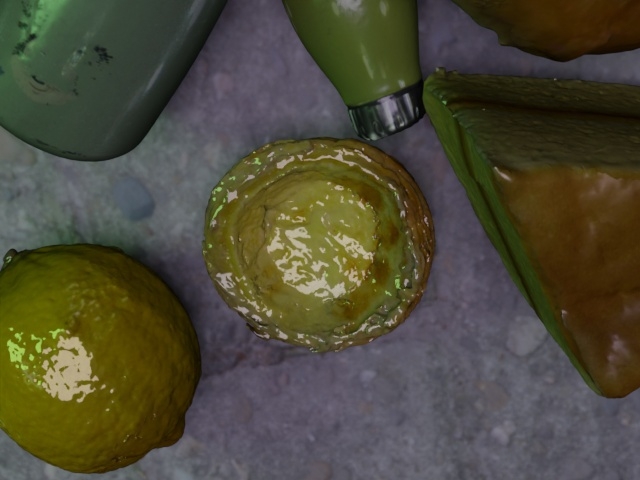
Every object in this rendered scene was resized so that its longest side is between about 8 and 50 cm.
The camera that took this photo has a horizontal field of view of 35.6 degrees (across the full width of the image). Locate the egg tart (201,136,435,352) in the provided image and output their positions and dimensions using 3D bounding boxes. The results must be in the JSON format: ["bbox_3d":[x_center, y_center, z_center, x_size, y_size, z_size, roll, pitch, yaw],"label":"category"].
[{"bbox_3d":[0.001,0.001,0.907,0.212,0.090,0.213,1,103,4],"label":"egg tart"}]

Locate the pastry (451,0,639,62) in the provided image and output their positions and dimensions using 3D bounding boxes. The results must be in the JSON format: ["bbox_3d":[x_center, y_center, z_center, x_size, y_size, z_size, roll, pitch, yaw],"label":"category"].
[{"bbox_3d":[0.199,-0.318,0.692,0.409,0.245,0.410,-6,143,-5],"label":"pastry"}]

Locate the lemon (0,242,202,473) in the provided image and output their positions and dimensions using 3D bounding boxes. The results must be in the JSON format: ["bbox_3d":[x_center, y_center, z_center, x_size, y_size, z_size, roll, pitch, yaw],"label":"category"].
[{"bbox_3d":[-0.209,0.103,0.894,0.192,0.192,0.231,-39,99,12],"label":"lemon"}]

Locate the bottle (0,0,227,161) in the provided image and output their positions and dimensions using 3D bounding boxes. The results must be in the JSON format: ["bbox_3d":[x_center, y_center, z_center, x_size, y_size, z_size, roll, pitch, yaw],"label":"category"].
[{"bbox_3d":[-0.137,-0.225,0.767,0.168,0.168,0.347,39,125,-6],"label":"bottle"}]

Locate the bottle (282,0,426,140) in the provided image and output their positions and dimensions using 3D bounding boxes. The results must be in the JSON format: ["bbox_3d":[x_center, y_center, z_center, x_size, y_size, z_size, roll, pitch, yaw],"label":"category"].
[{"bbox_3d":[0.021,-0.215,0.839,0.112,0.112,0.260,-19,103,8],"label":"bottle"}]

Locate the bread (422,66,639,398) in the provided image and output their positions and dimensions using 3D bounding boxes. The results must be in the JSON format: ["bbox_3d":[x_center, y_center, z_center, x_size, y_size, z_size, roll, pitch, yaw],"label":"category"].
[{"bbox_3d":[0.303,-0.077,0.786,0.361,0.233,0.245,-26,116,4],"label":"bread"}]
